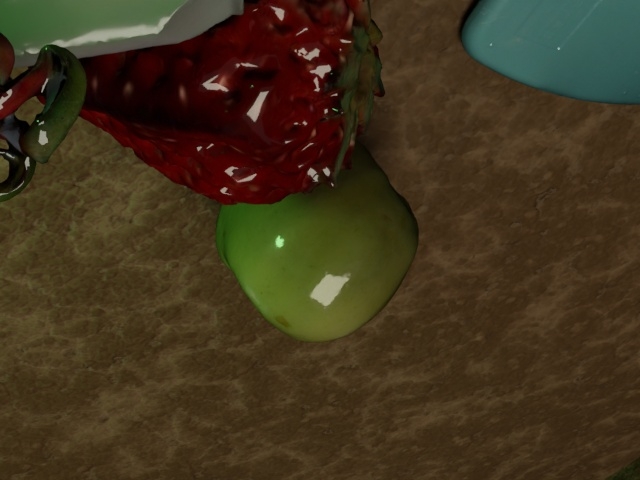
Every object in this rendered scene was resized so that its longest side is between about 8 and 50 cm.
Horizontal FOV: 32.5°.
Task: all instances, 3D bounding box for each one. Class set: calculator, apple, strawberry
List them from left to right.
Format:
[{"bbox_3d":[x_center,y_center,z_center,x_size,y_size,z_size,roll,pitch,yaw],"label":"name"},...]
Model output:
[{"bbox_3d":[-0.118,-0.187,1.109,0.345,0.317,0.295,10,105,12],"label":"strawberry"},{"bbox_3d":[0.000,0.000,1.384,0.262,0.262,0.262,-12,145,-9],"label":"apple"},{"bbox_3d":[0.353,-0.276,1.357,0.386,0.054,0.256,10,137,-30],"label":"calculator"}]

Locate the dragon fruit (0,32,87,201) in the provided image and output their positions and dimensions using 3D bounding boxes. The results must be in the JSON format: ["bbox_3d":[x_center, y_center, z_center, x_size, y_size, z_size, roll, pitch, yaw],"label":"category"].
[{"bbox_3d":[-0.301,-0.049,0.677,0.273,0.198,0.218,-9,134,25],"label":"dragon fruit"}]

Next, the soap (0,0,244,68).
[{"bbox_3d":[-0.281,-0.298,0.793,0.435,0.350,0.213,-12,153,-8],"label":"soap"}]
